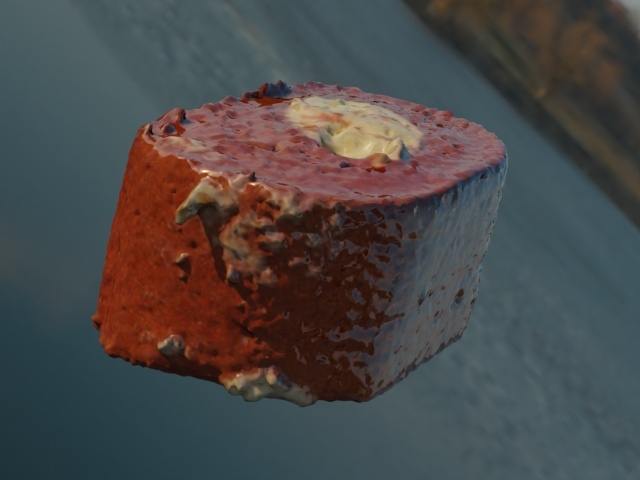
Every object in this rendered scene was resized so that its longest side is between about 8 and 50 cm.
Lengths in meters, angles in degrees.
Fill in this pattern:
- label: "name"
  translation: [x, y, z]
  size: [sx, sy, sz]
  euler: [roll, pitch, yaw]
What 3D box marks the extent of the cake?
- label: "cake"
  translation: [0.000, 0.000, 1.088]
  size: [0.177, 0.151, 0.283]
  euler: [24, 20, 25]
